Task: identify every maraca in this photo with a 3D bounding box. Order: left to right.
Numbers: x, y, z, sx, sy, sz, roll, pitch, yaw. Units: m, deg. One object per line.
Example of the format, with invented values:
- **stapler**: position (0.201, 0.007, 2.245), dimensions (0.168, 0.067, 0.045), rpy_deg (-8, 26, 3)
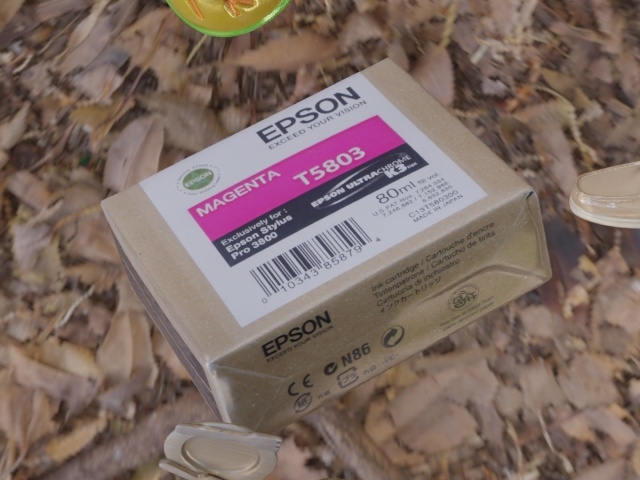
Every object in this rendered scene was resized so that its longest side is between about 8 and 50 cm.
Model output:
- **maraca**: position (-0.060, -0.251, 1.277), dimensions (0.127, 0.099, 0.186), rpy_deg (44, 112, 1)

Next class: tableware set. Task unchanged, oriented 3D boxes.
- **tableware set**: position (-0.041, 0.159, 0.904), dimensions (0.141, 0.020, 0.169), rpy_deg (20, 140, -15)

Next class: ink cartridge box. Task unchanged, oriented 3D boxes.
- **ink cartridge box**: position (0.000, 0.000, 1.018), dimensions (0.234, 0.193, 0.088), rpy_deg (-29, 133, -12)

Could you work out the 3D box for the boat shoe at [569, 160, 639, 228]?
- **boat shoe**: position (0.270, -0.050, 1.167), dimensions (0.170, 0.063, 0.059), rpy_deg (-5, 130, 11)
